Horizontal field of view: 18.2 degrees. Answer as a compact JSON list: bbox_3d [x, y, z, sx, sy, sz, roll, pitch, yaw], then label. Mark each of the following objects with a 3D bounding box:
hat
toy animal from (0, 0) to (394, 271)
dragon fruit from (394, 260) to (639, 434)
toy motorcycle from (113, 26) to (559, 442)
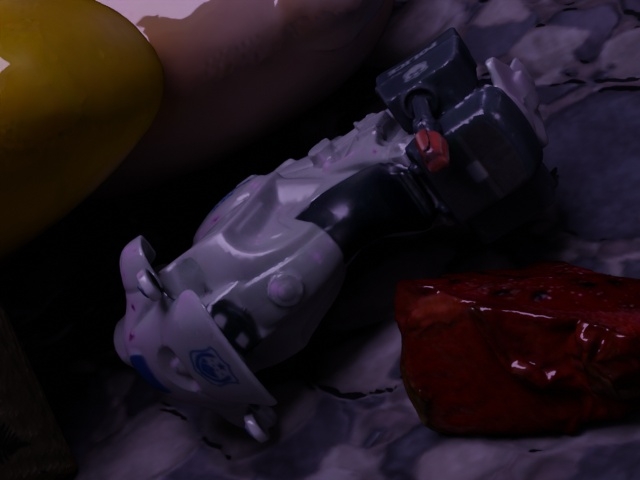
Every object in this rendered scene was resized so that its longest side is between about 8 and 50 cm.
[{"bbox_3d":[-0.139,0.093,0.880,0.146,0.067,0.146,-163,90,-72],"label":"hat"},{"bbox_3d":[-0.146,-0.126,0.926,0.345,0.246,0.277,-28,-1,2],"label":"toy animal"},{"bbox_3d":[0.095,0.034,0.772,0.131,0.063,0.097,15,55,45],"label":"dragon fruit"},{"bbox_3d":[0.000,0.000,0.846,0.221,0.102,0.150,-33,17,10],"label":"toy motorcycle"}]
